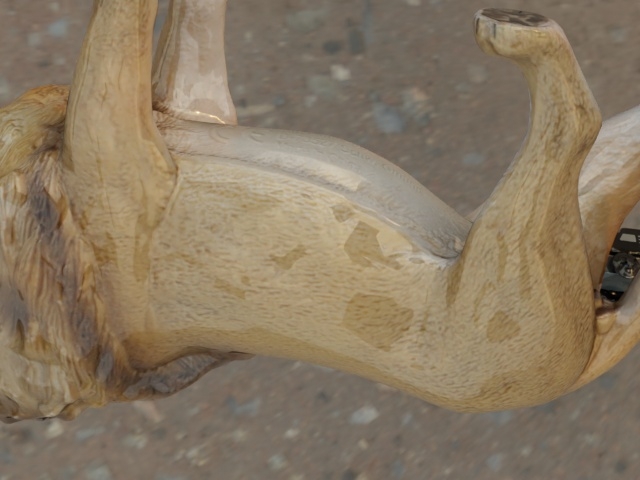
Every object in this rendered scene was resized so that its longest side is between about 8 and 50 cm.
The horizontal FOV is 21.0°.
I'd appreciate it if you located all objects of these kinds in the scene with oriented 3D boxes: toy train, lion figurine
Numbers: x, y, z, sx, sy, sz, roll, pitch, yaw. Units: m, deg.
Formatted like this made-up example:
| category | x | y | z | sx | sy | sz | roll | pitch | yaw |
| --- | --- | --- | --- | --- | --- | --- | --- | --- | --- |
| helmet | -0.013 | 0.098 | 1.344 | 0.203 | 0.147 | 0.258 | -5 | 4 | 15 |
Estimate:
| category | x | y | z | sx | sy | sz | roll | pitch | yaw |
| --- | --- | --- | --- | --- | --- | --- | --- | --- | --- |
| toy train | 0.195 | 0.017 | 0.791 | 0.158 | 0.036 | 0.027 | 8 | 141 | -17 |
| lion figurine | 0.000 | 0.000 | 0.722 | 0.392 | 0.142 | 0.240 | 14 | 112 | 15 |
